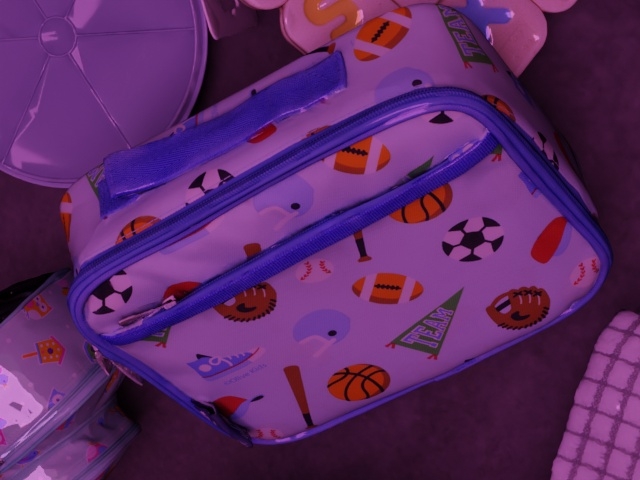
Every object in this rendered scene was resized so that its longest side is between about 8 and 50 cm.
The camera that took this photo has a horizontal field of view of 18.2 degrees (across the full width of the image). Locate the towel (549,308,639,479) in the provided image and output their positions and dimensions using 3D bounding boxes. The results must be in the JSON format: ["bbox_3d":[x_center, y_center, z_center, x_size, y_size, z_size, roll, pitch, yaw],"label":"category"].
[{"bbox_3d":[0.253,0.202,1.188,0.235,0.121,0.283,21,105,32],"label":"towel"}]

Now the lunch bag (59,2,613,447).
[{"bbox_3d":[0.000,0.000,1.184,0.303,0.243,0.115,-28,48,19],"label":"lunch bag"}]

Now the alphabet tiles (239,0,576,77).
[{"bbox_3d":[0.058,-0.236,1.165,0.278,0.021,0.284,40,85,-14],"label":"alphabet tiles"}]

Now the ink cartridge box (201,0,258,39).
[{"bbox_3d":[-0.046,-0.228,1.216,0.067,0.115,0.198,-9,99,15],"label":"ink cartridge box"}]

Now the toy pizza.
[{"bbox_3d":[-0.167,-0.135,1.309,0.201,0.032,0.201,3,100,14],"label":"toy pizza"}]

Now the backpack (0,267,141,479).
[{"bbox_3d":[-0.199,0.113,1.293,0.144,0.166,0.188,41,110,3],"label":"backpack"}]
